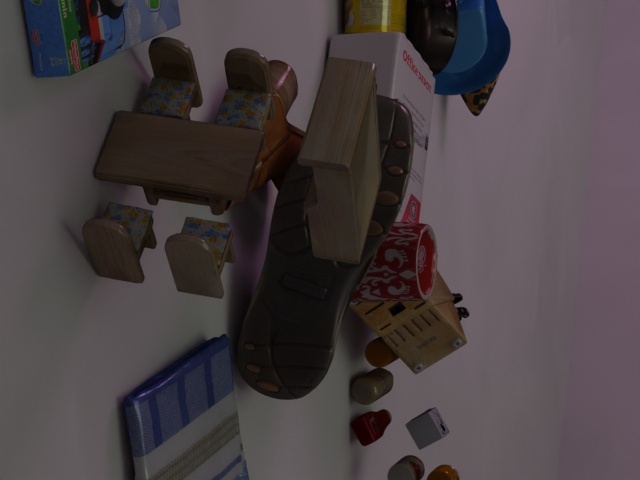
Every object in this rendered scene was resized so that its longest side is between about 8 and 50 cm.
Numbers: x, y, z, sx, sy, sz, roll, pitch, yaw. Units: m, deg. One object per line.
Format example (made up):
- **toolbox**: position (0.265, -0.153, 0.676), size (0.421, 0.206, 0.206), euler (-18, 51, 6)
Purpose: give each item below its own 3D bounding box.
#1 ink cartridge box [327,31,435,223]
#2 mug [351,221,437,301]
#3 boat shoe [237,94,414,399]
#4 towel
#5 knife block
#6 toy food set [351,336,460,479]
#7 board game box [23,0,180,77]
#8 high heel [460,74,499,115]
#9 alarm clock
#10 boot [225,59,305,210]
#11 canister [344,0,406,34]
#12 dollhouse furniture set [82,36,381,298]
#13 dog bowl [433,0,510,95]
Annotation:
- **ink cartridge box**: position (0.072, -0.133, 1.810), size (0.172, 0.100, 0.237), euler (36, 59, -66)
- **mug**: position (0.052, 0.011, 1.672), size (0.150, 0.169, 0.113), euler (-68, 151, -42)
- **boat shoe**: position (0.000, 0.000, 1.545), size (0.130, 0.132, 0.355), euler (-76, -169, -81)
- **towel**: position (-0.130, 0.257, 1.401), size (0.209, 0.034, 0.285), euler (-34, 121, -63)
- **knife block**: position (0.109, 0.051, 1.915), size (0.276, 0.088, 0.242), euler (46, 17, -35)
- **toy food set**: position (0.117, 0.248, 1.922), size (0.232, 0.111, 0.104), euler (60, 21, 5)
- **board game box**: position (-0.190, -0.243, 1.194), size (0.211, 0.039, 0.160), euler (-46, 133, -62)
- **high heel**: position (0.221, -0.335, 2.226), size (0.186, 0.093, 0.261), euler (-1, 89, -63)
- **alarm clock**: position (0.132, -0.289, 1.938), size (0.192, 0.064, 0.129), euler (130, -43, -62)
- **boot**: position (-0.067, -0.080, 1.510), size (0.152, 0.073, 0.197), euler (-60, 147, -38)
- **canister**: position (0.075, -0.356, 1.844), size (0.126, 0.073, 0.170), euler (-15, 107, -70)
- **dollhouse furniture set**: position (-0.076, -0.080, 1.210), size (0.161, 0.242, 0.212), euler (83, 19, -58)
- **dog bowl**: position (0.181, -0.356, 2.011), size (0.074, 0.165, 0.297), euler (-93, 170, -52)
